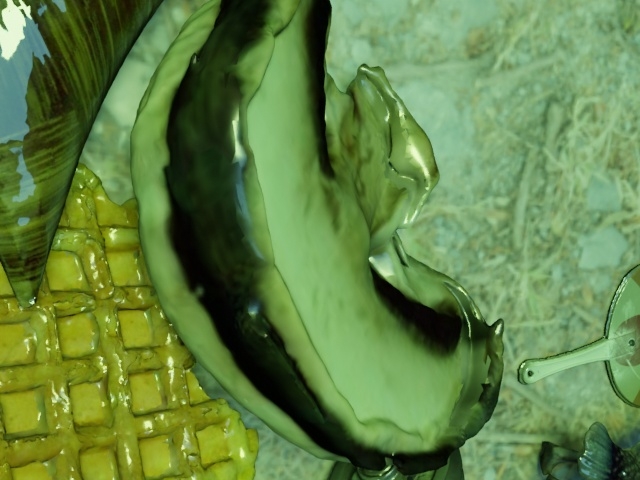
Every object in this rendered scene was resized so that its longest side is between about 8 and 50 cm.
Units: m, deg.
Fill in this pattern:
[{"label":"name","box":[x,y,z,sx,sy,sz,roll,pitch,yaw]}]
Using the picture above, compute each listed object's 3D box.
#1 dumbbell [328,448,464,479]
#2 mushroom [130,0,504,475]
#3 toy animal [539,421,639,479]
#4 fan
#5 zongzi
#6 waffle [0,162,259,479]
[{"label":"dumbbell","box":[0.099,0.240,0.671,0.110,0.110,0.254,-40,117,-9]},{"label":"mushroom","box":[-0.001,0.001,0.548,0.344,0.129,0.248,52,45,-38]},{"label":"toy animal","box":[0.266,0.201,0.719,0.160,0.197,0.273,12,60,-2]},{"label":"fan","box":[0.272,0.089,0.750,0.226,0.008,0.153,-12,106,-19]},{"label":"zongzi","box":[-0.114,-0.121,0.492,0.247,0.111,0.241,-26,98,-15]},{"label":"waffle","box":[-0.143,0.088,0.506,0.291,0.051,0.291,20,57,-36]}]
